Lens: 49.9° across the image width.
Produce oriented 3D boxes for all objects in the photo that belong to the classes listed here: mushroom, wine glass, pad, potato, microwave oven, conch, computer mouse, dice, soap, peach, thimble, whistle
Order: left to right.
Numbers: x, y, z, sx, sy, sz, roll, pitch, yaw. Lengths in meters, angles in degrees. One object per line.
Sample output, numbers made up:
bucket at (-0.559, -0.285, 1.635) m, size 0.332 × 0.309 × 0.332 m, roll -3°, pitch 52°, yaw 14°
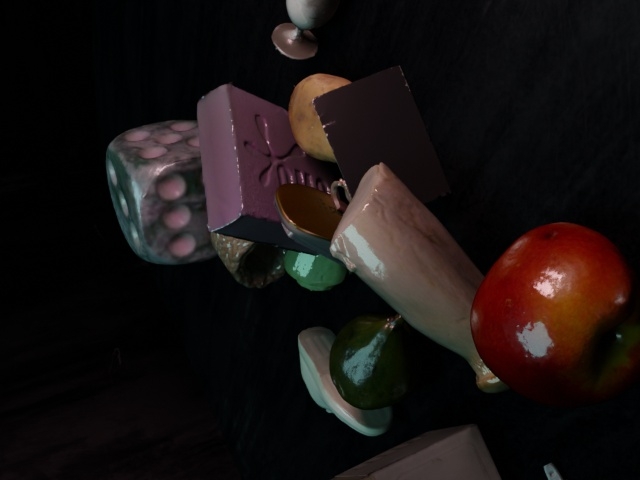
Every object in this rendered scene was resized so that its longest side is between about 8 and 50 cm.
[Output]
dice at (-0.412, -0.143, 1.995) m, size 0.348 × 0.331 × 0.327 m, roll 38°, pitch 139°, yaw 48°
thimble at (-0.168, 0.011, 1.754) m, size 0.148 × 0.196 × 0.229 m, roll 54°, pitch 147°, yaw 32°
soap at (-0.097, -0.130, 1.351) m, size 0.107 × 0.296 × 0.285 m, roll -27°, pitch 65°, yaw 34°
wine glass at (-0.015, -0.443, 1.284) m, size 0.103 × 0.103 × 0.222 m, roll 64°, pitch 151°, yaw 17°
conch at (0.013, 0.014, 1.516) m, size 0.250 × 0.137 × 0.143 m, roll -58°, pitch 24°, yaw 35°
potato at (0.028, -0.228, 1.293) m, size 0.235 × 0.128 × 0.161 m, roll 19°, pitch 99°, yaw 51°
computer mouse at (0.045, -0.010, 1.267) m, size 0.072 × 0.310 × 0.158 m, roll -45°, pitch 40°, yaw 20°
pad at (0.102, -0.161, 1.163) m, size 0.004 × 0.164 × 0.242 m, roll 69°, pitch 180°, yaw -83°
mushroom at (0.169, 0.061, 1.059) m, size 0.407 × 0.154 × 0.137 m, roll 48°, pitch 132°, yaw 10°
microwave oven at (0.207, 0.550, 1.239) m, size 0.354 × 0.287 × 0.218 m, roll 66°, pitch 154°, yaw 11°
peach at (0.297, 0.093, 0.877) m, size 0.243 × 0.200 × 0.243 m, roll 173°, pitch 90°, yaw -69°
whistle at (0.383, 0.400, 1.082) m, size 0.100 × 0.035 × 0.035 m, roll 64°, pitch 153°, yaw 21°

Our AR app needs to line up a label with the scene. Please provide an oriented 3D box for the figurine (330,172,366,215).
figurine at (0.093, -0.089, 1.219) m, size 0.132 × 0.154 × 0.132 m, roll 43°, pitch 142°, yaw 47°

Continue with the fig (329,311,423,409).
fig at (0.109, 0.216, 1.339) m, size 0.195 × 0.196 × 0.244 m, roll 54°, pitch 158°, yaw 33°

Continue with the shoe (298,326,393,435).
shoe at (0.047, 0.367, 1.631) m, size 0.363 × 0.132 × 0.160 m, roll 46°, pitch 144°, yaw 50°
